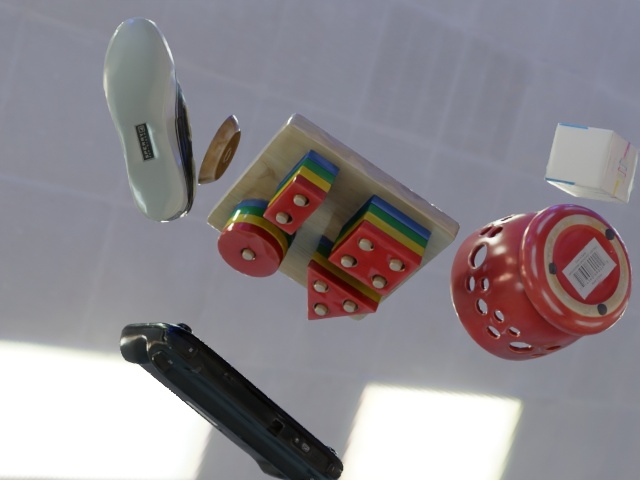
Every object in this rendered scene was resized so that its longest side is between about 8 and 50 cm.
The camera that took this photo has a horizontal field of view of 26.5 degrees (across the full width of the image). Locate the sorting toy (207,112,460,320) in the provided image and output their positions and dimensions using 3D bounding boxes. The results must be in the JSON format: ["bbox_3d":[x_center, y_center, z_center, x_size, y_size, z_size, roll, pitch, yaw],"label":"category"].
[{"bbox_3d":[0.000,0.000,1.760,0.257,0.255,0.089,34,-130,-10],"label":"sorting toy"}]

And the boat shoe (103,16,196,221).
[{"bbox_3d":[-0.180,-0.129,1.471,0.070,0.078,0.219,-15,-82,-74],"label":"boat shoe"}]

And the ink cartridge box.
[{"bbox_3d":[0.414,-0.113,2.051,0.143,0.092,0.089,17,-94,-58],"label":"ink cartridge box"}]

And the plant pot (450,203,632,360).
[{"bbox_3d":[0.289,0.048,1.754,0.191,0.174,0.191,8,-109,-24],"label":"plant pot"}]

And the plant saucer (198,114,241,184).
[{"bbox_3d":[-0.105,-0.094,1.461,0.083,0.015,0.083,-62,-7,-13],"label":"plant saucer"}]

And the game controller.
[{"bbox_3d":[-0.112,0.205,1.700,0.319,0.166,0.067,44,-108,-25],"label":"game controller"}]
